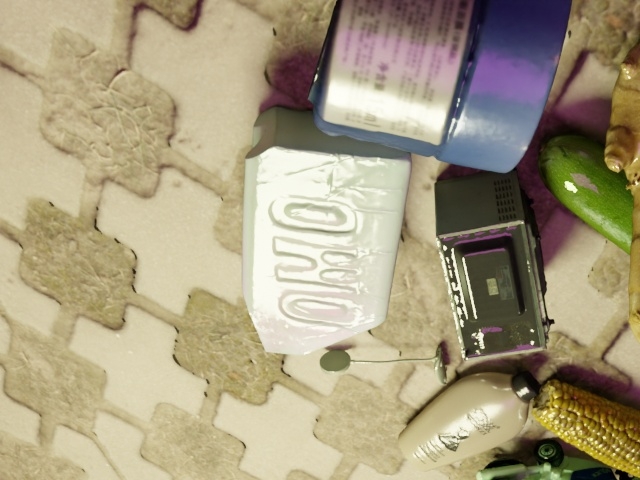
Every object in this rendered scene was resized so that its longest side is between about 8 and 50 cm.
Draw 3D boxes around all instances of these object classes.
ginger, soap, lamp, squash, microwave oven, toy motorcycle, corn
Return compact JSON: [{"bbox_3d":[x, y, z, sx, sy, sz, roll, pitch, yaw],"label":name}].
[{"bbox_3d":[0.420,-0.028,0.984,0.348,0.363,0.122,40,165,-9],"label":"ginger"},{"bbox_3d":[0.000,0.000,1.147,0.208,0.115,0.347,7,127,2],"label":"soap"},{"bbox_3d":[0.098,0.199,1.323,0.198,0.050,0.056,-2,128,8],"label":"lamp"},{"bbox_3d":[0.431,-0.019,1.091,0.379,0.101,0.101,35,123,-16],"label":"squash"},{"bbox_3d":[0.230,0.031,1.114,0.129,0.163,0.205,-11,121,12],"label":"microwave oven"},{"bbox_3d":[0.415,0.432,1.368,0.331,0.196,0.125,-2,127,6],"label":"toy motorcycle"},{"bbox_3d":[0.477,0.311,1.330,0.310,0.101,0.101,22,126,-11],"label":"corn"}]

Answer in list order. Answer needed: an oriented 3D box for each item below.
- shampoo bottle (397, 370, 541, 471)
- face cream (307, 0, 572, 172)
[{"bbox_3d":[0.241,0.283,1.349,0.127,0.078,0.257,47,120,-4],"label":"shampoo bottle"},{"bbox_3d":[0.119,-0.213,0.891,0.225,0.249,0.249,14,127,0],"label":"face cream"}]
